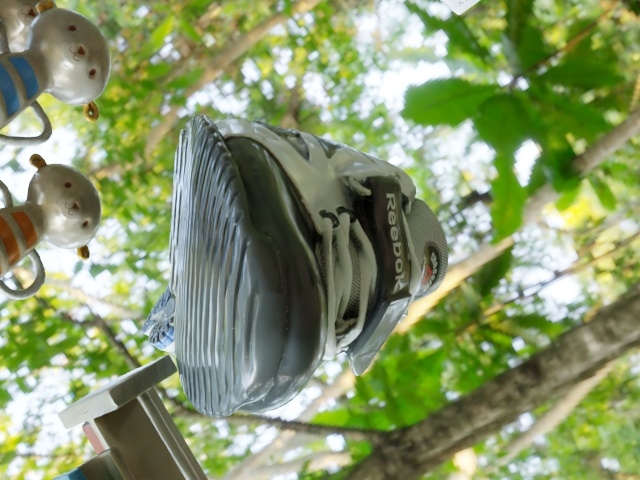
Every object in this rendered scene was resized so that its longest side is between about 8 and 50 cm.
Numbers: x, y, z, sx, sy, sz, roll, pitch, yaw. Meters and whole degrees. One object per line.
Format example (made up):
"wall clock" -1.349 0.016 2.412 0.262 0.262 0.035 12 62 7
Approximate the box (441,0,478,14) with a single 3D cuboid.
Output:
"box" 0.048 -0.393 1.261 0.232 0.058 0.322 28 -141 -47

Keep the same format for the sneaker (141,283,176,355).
"sneaker" -0.111 0.073 1.081 0.058 0.052 0.135 32 -174 -13

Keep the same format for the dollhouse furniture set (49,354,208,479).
"dollhouse furniture set" -0.102 0.176 0.632 0.129 0.129 0.184 -30 -89 -35

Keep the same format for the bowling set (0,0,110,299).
"bowling set" -0.169 -0.110 0.642 0.154 0.200 0.287 -31 -78 -33

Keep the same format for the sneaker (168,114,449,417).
"sneaker" 0.000 0.000 0.643 0.146 0.122 0.330 6 -169 -7
